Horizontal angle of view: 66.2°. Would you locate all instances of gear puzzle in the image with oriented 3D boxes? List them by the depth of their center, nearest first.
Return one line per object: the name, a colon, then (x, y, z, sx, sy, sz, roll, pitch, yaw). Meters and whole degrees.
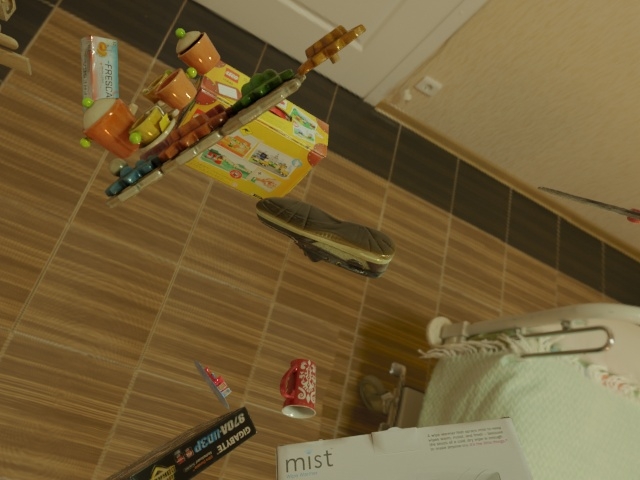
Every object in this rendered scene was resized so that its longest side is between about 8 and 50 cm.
gear puzzle: (-0.101, -0.153, 0.559, 0.044, 0.339, 0.175, 57, 15, -19)

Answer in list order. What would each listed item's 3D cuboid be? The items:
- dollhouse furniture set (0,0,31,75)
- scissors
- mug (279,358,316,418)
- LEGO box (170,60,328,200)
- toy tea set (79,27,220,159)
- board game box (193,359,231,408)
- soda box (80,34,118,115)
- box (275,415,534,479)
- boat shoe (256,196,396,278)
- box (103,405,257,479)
dollhouse furniture set: (-0.719, -0.511, 1.150, 0.123, 0.144, 0.151, 21, 62, -14)
scissors: (0.359, -0.018, 0.523, 0.109, 0.297, 0.021, 12, 102, -14)
mug: (-0.067, 0.483, 1.636, 0.113, 0.150, 0.169, 0, 49, 7)
LEGO box: (-0.281, -0.384, 1.850, 0.500, 0.372, 0.193, 25, 48, -26)
toy tea set: (-0.335, -0.303, 0.959, 0.124, 0.200, 0.336, 47, 46, -33)
board game box: (-0.297, 0.399, 1.389, 0.033, 0.133, 0.168, -34, 76, -26)
soda box: (-0.505, -0.367, 1.123, 0.063, 0.058, 0.183, -8, 104, -48)
box: (0.093, 0.322, 0.495, 0.262, 0.126, 0.231, -8, 46, -1)
boat shoe: (0.000, 0.000, 0.510, 0.152, 0.049, 0.056, 23, 34, 12)
box: (-0.230, 0.341, 0.750, 0.220, 0.175, 0.051, -15, 75, -56)
